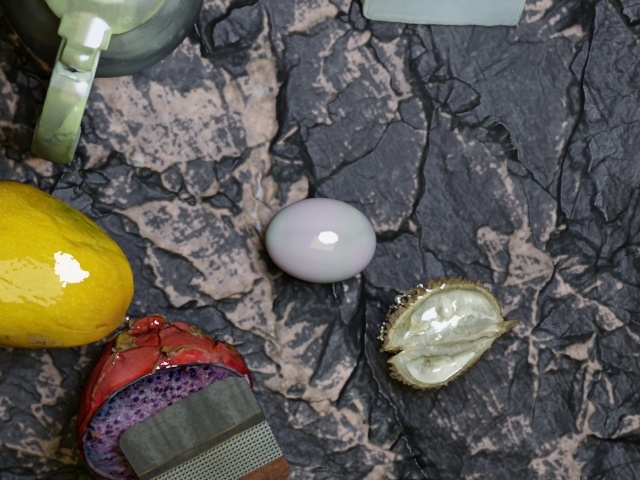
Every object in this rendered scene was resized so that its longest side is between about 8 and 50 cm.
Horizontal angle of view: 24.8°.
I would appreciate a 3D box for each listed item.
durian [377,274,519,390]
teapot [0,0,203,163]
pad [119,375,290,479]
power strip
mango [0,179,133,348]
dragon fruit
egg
[{"bbox_3d":[0.154,0.102,1.794,0.188,0.091,0.148,-4,111,-13],"label":"durian"},{"bbox_3d":[-0.268,-0.266,1.593,0.239,0.239,0.321,44,90,-11],"label":"teapot"},{"bbox_3d":[-0.192,0.312,1.706,0.323,0.055,0.250,-42,143,-17],"label":"pad"},{"bbox_3d":[0.156,-0.350,1.729,0.213,0.065,0.198,3,133,-12],"label":"power strip"},{"bbox_3d":[-0.385,0.018,1.663,0.359,0.144,0.187,17,76,-5],"label":"mango"},{"bbox_3d":[-0.198,0.168,1.720,0.218,0.148,0.223,-44,140,16],"label":"dragon fruit"},{"bbox_3d":[0.000,0.000,1.744,0.135,0.103,0.103,4,97,-7],"label":"egg"}]
